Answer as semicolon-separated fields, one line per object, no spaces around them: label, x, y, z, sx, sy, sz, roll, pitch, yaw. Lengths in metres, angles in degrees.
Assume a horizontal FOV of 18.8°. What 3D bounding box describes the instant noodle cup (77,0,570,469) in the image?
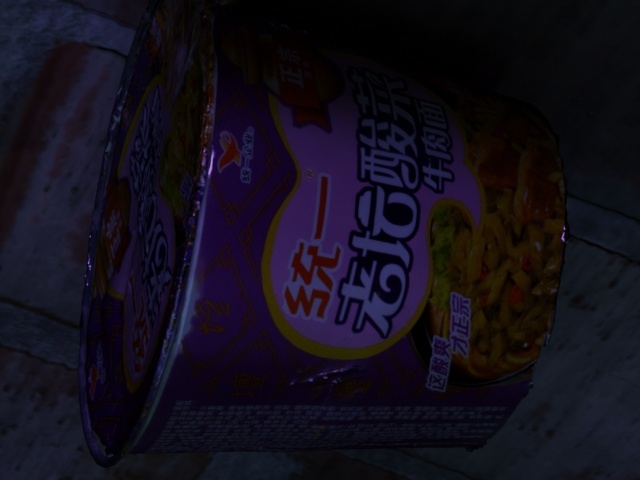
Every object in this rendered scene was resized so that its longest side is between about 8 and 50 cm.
instant noodle cup;0.000;0.000;1.312;0.266;0.340;0.340;9;134;-16
